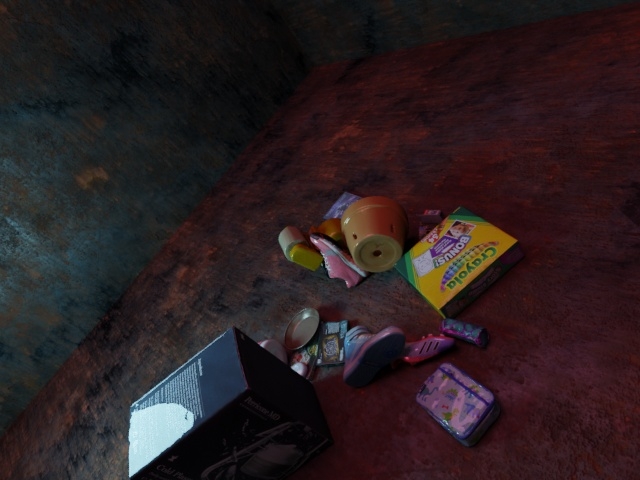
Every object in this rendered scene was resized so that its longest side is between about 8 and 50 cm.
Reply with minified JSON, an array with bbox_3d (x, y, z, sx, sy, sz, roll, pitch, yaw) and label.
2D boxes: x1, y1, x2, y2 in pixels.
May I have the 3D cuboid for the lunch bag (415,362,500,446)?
[{"bbox_3d":[0.411,0.483,1.379,0.176,0.090,0.219,-45,36,-8],"label":"lunch bag"}]

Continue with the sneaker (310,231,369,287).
[{"bbox_3d":[0.062,0.092,1.952,0.136,0.314,0.116,-50,15,7],"label":"sneaker"}]

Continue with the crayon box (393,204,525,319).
[{"bbox_3d":[0.502,0.074,1.706,0.363,0.106,0.313,-42,35,1],"label":"crayon box"}]

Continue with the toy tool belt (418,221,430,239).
[{"bbox_3d":[0.444,-0.041,1.945,0.051,0.052,0.083,3,51,6],"label":"toy tool belt"}]

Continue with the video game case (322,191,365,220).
[{"bbox_3d":[0.147,-0.150,2.359,0.196,0.026,0.274,-49,34,-9],"label":"video game case"}]

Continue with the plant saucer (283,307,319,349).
[{"bbox_3d":[-0.072,0.380,1.944,0.198,0.036,0.199,-32,33,24],"label":"plant saucer"}]

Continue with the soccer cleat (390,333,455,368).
[{"bbox_3d":[0.345,0.381,1.567,0.248,0.083,0.095,-17,57,33],"label":"soccer cleat"}]

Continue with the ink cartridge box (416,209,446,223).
[{"bbox_3d":[0.474,-0.102,1.958,0.115,0.063,0.029,5,57,46],"label":"ink cartridge box"}]

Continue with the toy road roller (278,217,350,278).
[{"bbox_3d":[0.000,0.000,2.085,0.241,0.329,0.202,-58,31,17],"label":"toy road roller"}]

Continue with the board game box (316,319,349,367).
[{"bbox_3d":[0.051,0.411,1.829,0.126,0.026,0.186,-11,47,21],"label":"board game box"}]

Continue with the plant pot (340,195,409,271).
[{"bbox_3d":[0.227,-0.006,1.885,0.291,0.291,0.203,-26,33,21],"label":"plant pot"}]

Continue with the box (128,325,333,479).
[{"bbox_3d":[-0.301,0.628,1.569,0.472,0.480,0.297,-40,37,5],"label":"box"}]

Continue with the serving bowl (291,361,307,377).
[{"bbox_3d":[-0.093,0.522,1.827,0.083,0.027,0.083,-25,39,22],"label":"serving bowl"}]

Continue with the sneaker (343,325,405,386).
[{"bbox_3d":[0.176,0.355,1.637,0.319,0.127,0.208,-52,23,32],"label":"sneaker"}]

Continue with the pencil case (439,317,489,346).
[{"bbox_3d":[0.477,0.303,1.522,0.070,0.064,0.151,-13,14,-39],"label":"pencil case"}]

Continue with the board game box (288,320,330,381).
[{"bbox_3d":[-0.050,0.455,1.905,0.136,0.030,0.260,-8,47,42],"label":"board game box"}]

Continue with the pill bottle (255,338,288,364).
[{"bbox_3d":[-0.311,0.530,1.947,0.318,0.176,0.176,-18,42,30],"label":"pill bottle"}]
